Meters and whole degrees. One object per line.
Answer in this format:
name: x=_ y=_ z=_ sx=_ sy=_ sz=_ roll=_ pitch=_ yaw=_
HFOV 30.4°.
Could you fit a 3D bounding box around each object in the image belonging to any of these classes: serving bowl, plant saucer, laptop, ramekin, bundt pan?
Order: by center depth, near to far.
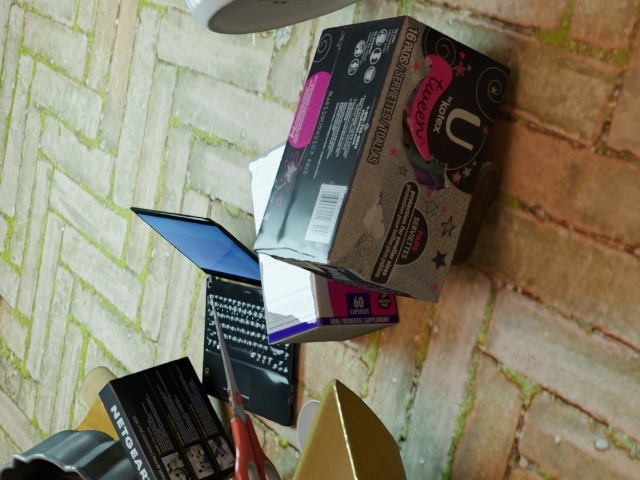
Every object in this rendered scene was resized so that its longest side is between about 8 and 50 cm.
plant saucer: x=0.037 y=0.371 z=1.238 sx=0.333 sy=0.081 sz=0.333 roll=-104 pitch=23 yaw=-45
ramekin: x=-0.041 y=-0.322 z=1.292 sx=0.273 sy=0.272 sz=0.127 roll=-21 pitch=85 yaw=54
serving bowl: x=0.005 y=0.232 z=1.413 sx=0.083 sy=0.027 sz=0.083 roll=-1 pitch=89 yaw=55
laptop: x=-0.145 y=0.096 z=1.538 sx=0.234 sy=0.136 sz=0.264 roll=9 pitch=98 yaw=56
bundt pan: x=-0.306 y=0.405 z=1.695 sx=0.330 sy=0.124 sz=0.331 roll=19 pitch=129 yaw=25

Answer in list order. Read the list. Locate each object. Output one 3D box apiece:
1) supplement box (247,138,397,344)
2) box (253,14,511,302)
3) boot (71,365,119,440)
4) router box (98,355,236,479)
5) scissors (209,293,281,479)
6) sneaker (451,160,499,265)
supplement box: x=0.000 y=0.000 z=1.348 sx=0.114 sy=0.111 sz=0.220 roll=-25 pitch=70 yaw=53
box: x=0.062 y=-0.078 z=1.174 sx=0.163 sy=0.142 sz=0.247 roll=9 pitch=80 yaw=59
boot: x=-0.342 y=0.365 z=1.855 sx=0.211 sy=0.104 sz=0.295 roll=41 pitch=119 yaw=48
router box: x=-0.203 y=0.257 z=1.593 sx=0.046 sy=0.133 sz=0.179 roll=-47 pitch=65 yaw=45
scissors: x=-0.102 y=0.216 z=1.456 sx=0.021 sy=0.109 sz=0.297 roll=-15 pitch=97 yaw=19
sneaker: x=0.139 y=-0.040 z=1.206 sx=0.067 sy=0.042 sz=0.118 roll=47 pitch=129 yaw=41
